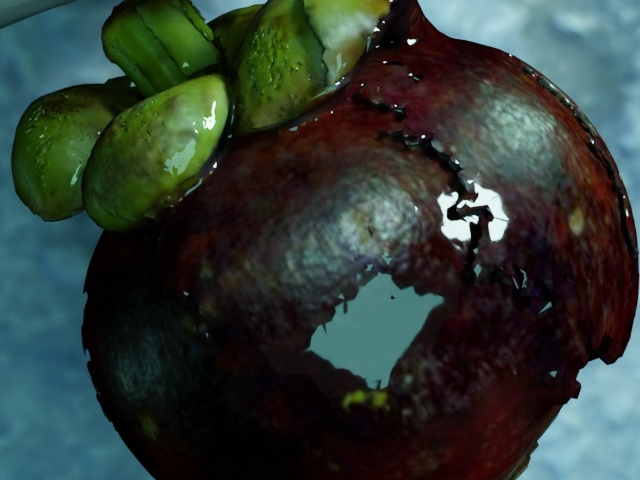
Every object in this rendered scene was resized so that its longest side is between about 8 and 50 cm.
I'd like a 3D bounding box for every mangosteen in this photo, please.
[{"bbox_3d":[0.000,0.000,0.520,0.166,0.166,0.180,-41,99,1],"label":"mangosteen"}]

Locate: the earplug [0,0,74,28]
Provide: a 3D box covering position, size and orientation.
[{"bbox_3d":[-0.157,-0.098,0.474,0.301,0.172,0.172,-25,106,2],"label":"earplug"}]
